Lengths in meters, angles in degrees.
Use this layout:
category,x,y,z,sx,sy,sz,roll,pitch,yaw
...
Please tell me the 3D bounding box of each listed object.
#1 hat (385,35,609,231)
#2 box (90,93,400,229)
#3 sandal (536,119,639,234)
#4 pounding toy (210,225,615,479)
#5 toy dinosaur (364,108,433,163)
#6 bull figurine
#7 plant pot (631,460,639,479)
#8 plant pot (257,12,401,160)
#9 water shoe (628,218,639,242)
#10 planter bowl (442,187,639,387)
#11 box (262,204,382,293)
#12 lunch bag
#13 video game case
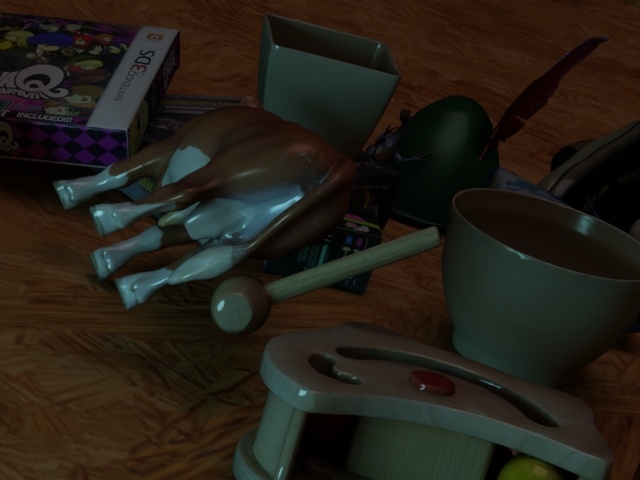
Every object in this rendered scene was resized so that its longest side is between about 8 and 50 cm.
category,x,y,z,sx,sy,sz,roll,pitch,yaw
hat,0.131,-0.123,1.656,0.173,0.183,0.208,24,20,19
box,-0.076,-0.067,1.518,0.231,0.056,0.183,-2,25,-44
sandal,0.246,-0.051,1.678,0.086,0.120,0.303,12,14,29
pounding toy,0.046,0.081,1.050,0.270,0.154,0.154,19,16,12
toy dinosaur,0.053,-0.086,1.609,0.090,0.047,0.082,-5,35,23
bull figurine,-0.075,-0.034,1.238,0.188,0.101,0.310,-25,8,-11
plant pot,0.319,0.122,1.122,0.205,0.188,0.205,16,18,-5
plant pot,-0.004,-0.119,1.485,0.109,0.096,0.109,13,20,-10
water shoe,0.329,0.007,1.677,0.080,0.073,0.203,5,2,41
planter bowl,0.160,0.042,1.332,0.162,0.109,0.162,15,19,-5
box,0.000,0.000,1.401,0.083,0.052,0.062,13,20,-10
lunch bag,0.200,0.016,1.480,0.151,0.096,0.129,27,17,-11
video game case,-0.245,-0.128,1.444,0.232,0.041,0.210,6,29,5
